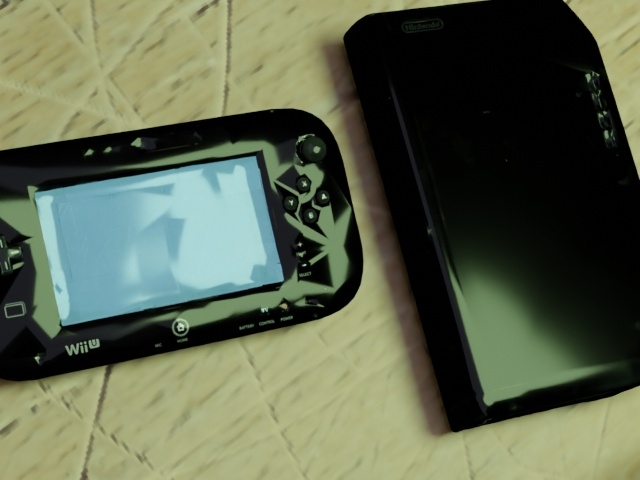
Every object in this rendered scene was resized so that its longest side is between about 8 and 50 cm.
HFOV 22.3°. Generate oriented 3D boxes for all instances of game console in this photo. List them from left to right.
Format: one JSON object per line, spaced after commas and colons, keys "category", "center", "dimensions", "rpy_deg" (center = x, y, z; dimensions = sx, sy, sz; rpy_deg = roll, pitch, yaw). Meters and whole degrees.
{"category": "game console", "center": [0.000, 0.000, 0.787], "dimensions": [0.361, 0.044, 0.213], "rpy_deg": [-11, 77, -22]}
